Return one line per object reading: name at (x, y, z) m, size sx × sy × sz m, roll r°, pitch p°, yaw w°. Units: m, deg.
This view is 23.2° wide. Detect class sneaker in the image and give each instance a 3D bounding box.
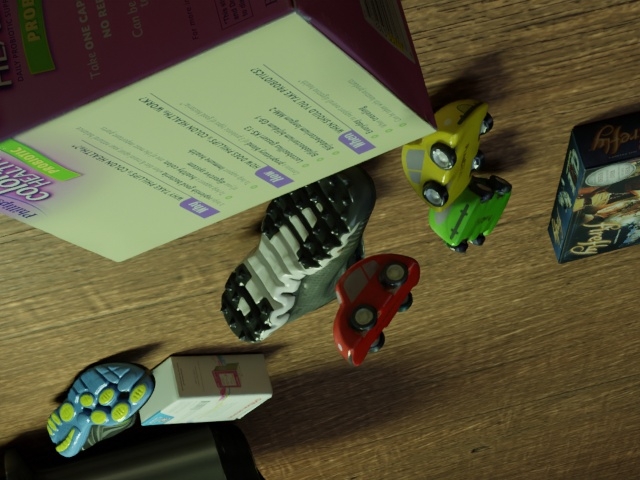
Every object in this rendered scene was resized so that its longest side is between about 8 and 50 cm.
sneaker at (-0.228, 0.172, 1.666) m, size 0.078 × 0.067 × 0.188 m, roll -25°, pitch 170°, yaw -41°
sneaker at (0.000, 0.000, 1.334) m, size 0.106 × 0.078 × 0.234 m, roll -20°, pitch 158°, yaw -37°

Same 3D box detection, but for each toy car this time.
toy car at (0.095, -0.021, 1.293) m, size 0.225 × 0.053 × 0.239 m, roll -16°, pitch 134°, yaw -63°

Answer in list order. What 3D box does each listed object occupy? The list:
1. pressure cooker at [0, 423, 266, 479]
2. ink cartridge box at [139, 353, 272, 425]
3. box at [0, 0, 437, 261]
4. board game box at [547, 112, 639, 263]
pressure cooker at (-0.252, 0.431, 1.878) m, size 0.420 × 0.370 × 0.375 m, roll -15°, pitch 157°, yaw -8°
ink cartridge box at (-0.127, 0.163, 1.705) m, size 0.122 × 0.052 × 0.088 m, roll 3°, pitch 154°, yaw -36°
box at (-0.087, -0.102, 0.934) m, size 0.243 × 0.117 × 0.213 m, roll -22°, pitch 159°, yaw 19°
board game box at (0.302, -0.054, 1.430) m, size 0.165 × 0.042 × 0.243 m, roll -14°, pitch 160°, yaw -1°
